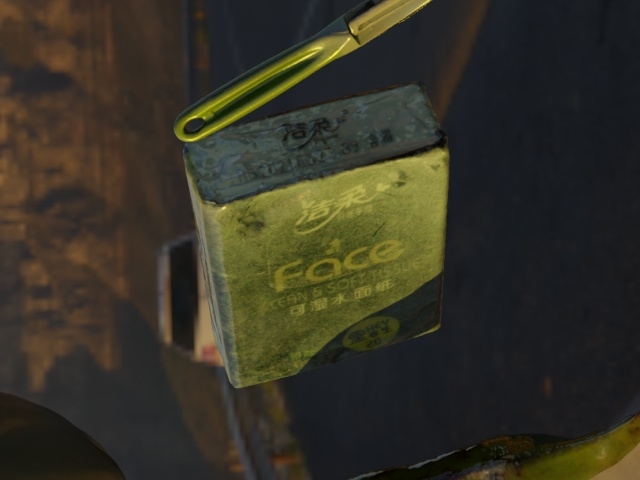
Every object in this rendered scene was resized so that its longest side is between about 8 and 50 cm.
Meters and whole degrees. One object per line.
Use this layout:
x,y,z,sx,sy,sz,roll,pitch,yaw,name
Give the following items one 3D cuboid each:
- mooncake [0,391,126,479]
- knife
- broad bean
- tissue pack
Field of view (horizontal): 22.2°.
-0.164,0.182,0.622,0.135,0.275,0.275,28,122,58,mooncake
-0.002,-0.105,0.910,0.022,0.184,0.026,60,-174,-2,knife
0.091,0.195,1.256,0.077,0.339,0.061,47,-150,-52,broad bean
0.000,0.000,1.251,0.257,0.185,0.081,86,165,-55,tissue pack
